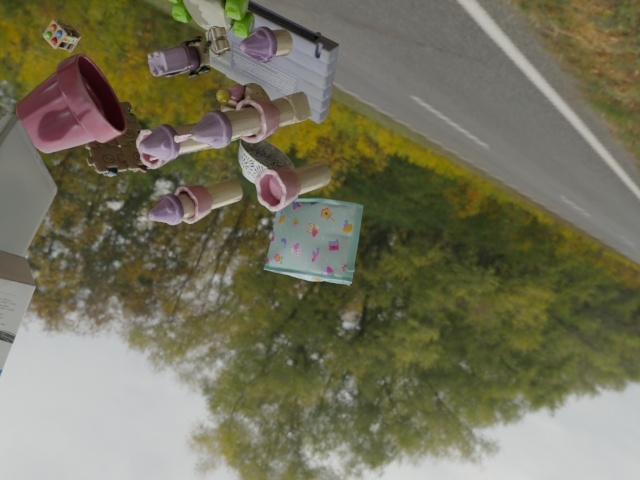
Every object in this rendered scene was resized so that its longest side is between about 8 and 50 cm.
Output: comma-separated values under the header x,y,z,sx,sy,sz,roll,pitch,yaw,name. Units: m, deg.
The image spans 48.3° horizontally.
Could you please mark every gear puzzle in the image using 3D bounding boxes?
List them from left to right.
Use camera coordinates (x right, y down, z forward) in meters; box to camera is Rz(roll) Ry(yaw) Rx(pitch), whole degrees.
x,y,z,sx,sy,sz,roll,pitch,yaw,name
-0.564,-0.298,1.876,0.175,0.044,0.339,-11,-121,-33,gear puzzle

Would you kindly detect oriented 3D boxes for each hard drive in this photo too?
x,y,z,sx,sy,sz,roll,pitch,yaw,name
-0.624,-0.083,1.411,0.040,0.203,0.307,-8,-140,9,hard drive

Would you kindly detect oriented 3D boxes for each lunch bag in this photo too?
x,y,z,sx,sy,sz,roll,pitch,yaw,name
0.000,0.000,1.932,0.262,0.223,0.160,5,172,39,lunch bag

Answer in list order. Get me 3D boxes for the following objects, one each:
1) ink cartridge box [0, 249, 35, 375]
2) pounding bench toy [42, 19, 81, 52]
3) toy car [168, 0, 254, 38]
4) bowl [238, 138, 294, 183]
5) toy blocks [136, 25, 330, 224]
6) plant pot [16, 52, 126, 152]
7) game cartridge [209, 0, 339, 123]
x,y,z,sx,sy,sz,roll,pitch,yaw,name
-0.564,0.130,1.205,0.086,0.203,0.148,20,-172,-33,ink cartridge box
-0.647,-0.513,1.753,0.083,0.052,0.065,46,-161,12,pounding bench toy
-0.189,-0.505,1.355,0.155,0.188,0.149,17,171,6,toy car
-0.161,-0.202,1.924,0.170,0.080,0.170,30,-155,-15,bowl
-0.193,-0.180,1.114,0.288,0.309,0.260,-6,-168,44,toy blocks
-0.565,-0.291,1.599,0.201,0.180,0.201,-24,-90,-84,plant pot
-0.122,-0.453,1.753,0.355,0.068,0.230,31,147,16,game cartridge
